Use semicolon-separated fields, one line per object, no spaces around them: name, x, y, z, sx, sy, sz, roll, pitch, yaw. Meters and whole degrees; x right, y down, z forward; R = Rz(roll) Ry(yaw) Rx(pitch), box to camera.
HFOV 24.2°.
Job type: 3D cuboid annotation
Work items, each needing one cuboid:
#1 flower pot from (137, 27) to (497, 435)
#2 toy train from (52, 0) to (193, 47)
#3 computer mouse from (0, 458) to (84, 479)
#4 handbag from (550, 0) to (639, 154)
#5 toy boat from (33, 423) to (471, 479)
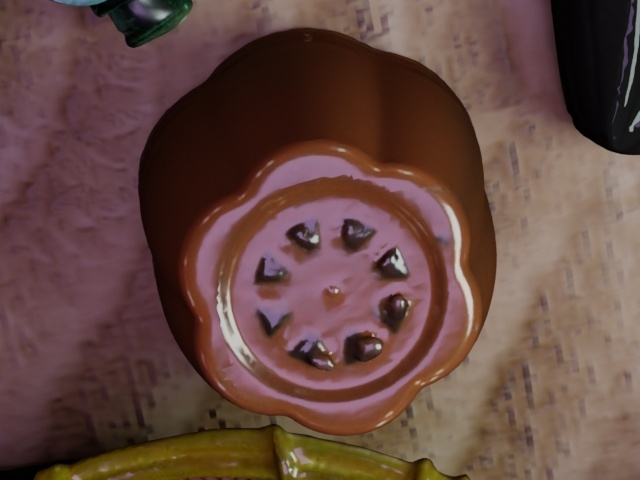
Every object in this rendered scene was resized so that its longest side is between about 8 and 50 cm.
flower pot;0.000;0.000;0.702;0.190;0.173;0.191;0;102;-2
toy train;-0.098;-0.196;0.685;0.154;0.107;0.198;-32;104;-2
computer mouse;-0.190;0.210;0.776;0.269;0.100;0.170;-7;92;-14
handbag;0.219;-0.167;0.715;0.223;0.080;0.247;-9;105;-1
toy boat;-0.016;0.149;0.691;0.317;0.099;0.141;2;120;13
